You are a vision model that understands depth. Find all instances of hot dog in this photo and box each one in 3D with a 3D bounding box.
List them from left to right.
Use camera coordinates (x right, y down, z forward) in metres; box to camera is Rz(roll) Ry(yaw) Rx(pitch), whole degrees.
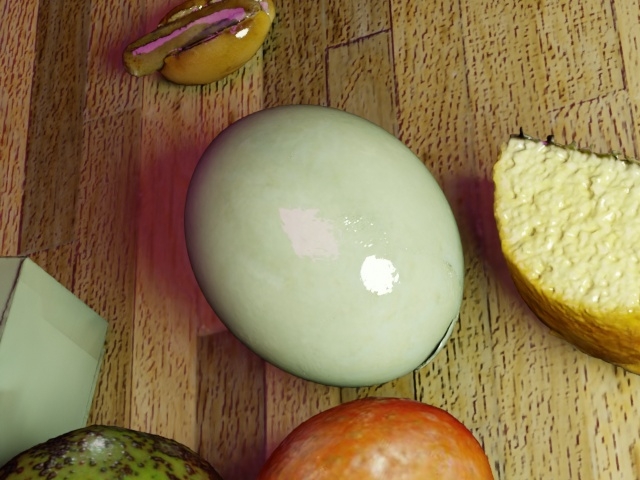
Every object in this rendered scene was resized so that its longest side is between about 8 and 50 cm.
[{"bbox_3d":[-0.108,-0.183,1.304,0.140,0.060,0.090,-17,52,24],"label":"hot dog"}]

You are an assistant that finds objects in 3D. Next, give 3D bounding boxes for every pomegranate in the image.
[{"bbox_3d":[-0.159,0.229,1.043,0.214,0.214,0.248,-52,15,-6],"label":"pomegranate"}]

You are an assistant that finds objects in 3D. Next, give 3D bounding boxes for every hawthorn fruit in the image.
[{"bbox_3d":[0.034,0.185,0.959,0.173,0.173,0.173,-13,59,22],"label":"hawthorn fruit"}]

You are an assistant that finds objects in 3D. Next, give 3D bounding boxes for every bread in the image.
[{"bbox_3d":[0.214,0.019,0.978,0.260,0.129,0.134,13,78,34],"label":"bread"}]

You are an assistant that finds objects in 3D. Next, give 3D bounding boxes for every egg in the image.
[{"bbox_3d":[0.000,0.000,1.063,0.186,0.186,0.253,-44,55,0],"label":"egg"}]

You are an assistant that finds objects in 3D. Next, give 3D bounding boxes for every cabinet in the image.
[{"bbox_3d":[-0.284,0.134,1.165,0.145,0.150,0.206,0,64,24],"label":"cabinet"}]
